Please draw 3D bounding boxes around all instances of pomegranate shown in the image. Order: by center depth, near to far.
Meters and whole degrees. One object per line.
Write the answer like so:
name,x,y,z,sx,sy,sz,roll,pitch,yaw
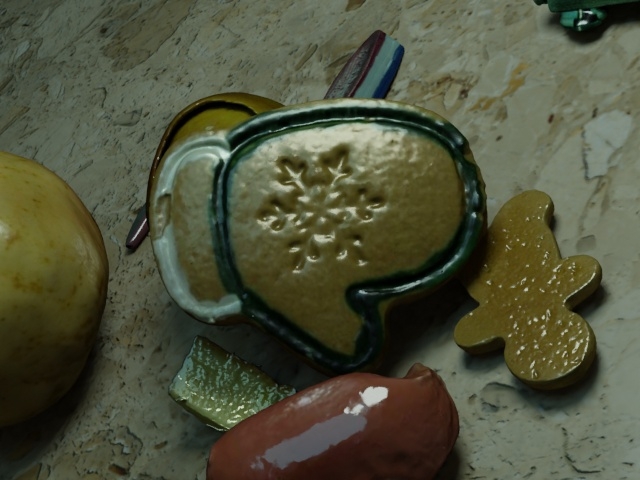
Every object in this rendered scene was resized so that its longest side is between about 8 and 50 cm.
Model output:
pomegranate,-0.415,0.047,1.362,0.342,0.342,0.342,-19,44,20

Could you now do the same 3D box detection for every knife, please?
knife,-0.207,-0.086,1.591,0.035,0.018,0.247,-4,48,37

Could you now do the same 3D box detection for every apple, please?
apple,-0.091,-0.051,1.329,0.237,0.207,0.237,-20,46,22

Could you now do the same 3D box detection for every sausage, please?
sausage,0.004,0.203,1.083,0.254,0.148,0.148,-27,42,11

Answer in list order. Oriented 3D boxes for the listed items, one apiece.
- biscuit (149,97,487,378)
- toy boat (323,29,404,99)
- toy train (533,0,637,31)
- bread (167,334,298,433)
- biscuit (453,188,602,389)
biscuit,0.000,0.000,1.185,0.344,0.057,0.287,-7,79,3
toy boat,0.033,-0.173,1.480,0.080,0.046,0.229,11,58,38
toy train,0.370,-0.318,1.344,0.248,0.101,0.159,0,38,35
bread,-0.093,0.162,1.234,0.109,0.080,0.084,12,63,44
biscuit,0.201,0.055,1.156,0.158,0.035,0.240,-30,41,13
